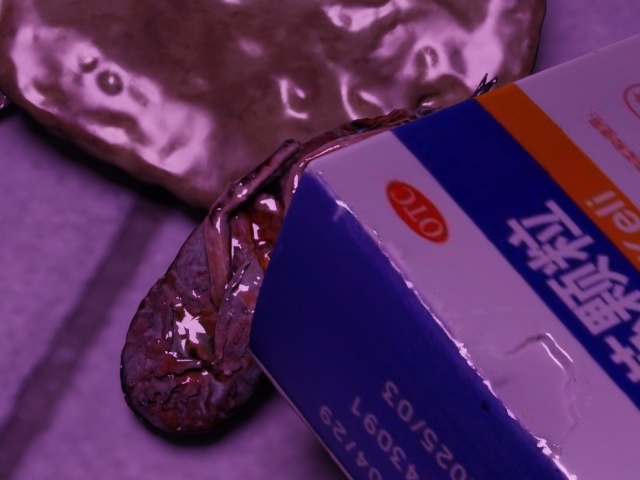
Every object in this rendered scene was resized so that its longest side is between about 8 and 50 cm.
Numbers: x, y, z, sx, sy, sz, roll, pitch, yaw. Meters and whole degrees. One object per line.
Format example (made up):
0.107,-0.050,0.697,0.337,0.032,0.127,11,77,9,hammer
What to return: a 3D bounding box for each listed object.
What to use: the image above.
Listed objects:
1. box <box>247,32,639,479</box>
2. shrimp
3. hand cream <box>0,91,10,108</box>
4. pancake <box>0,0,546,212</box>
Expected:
0.154,0.026,0.682,0.299,0.106,0.200,-22,59,-33,box
-0.001,0.000,0.742,0.190,0.075,0.073,-41,73,-12,shrimp
-0.076,-0.128,0.848,0.210,0.043,0.067,-34,64,-15,hand cream
-0.025,-0.108,0.810,0.236,0.042,0.222,-7,78,-9,pancake
